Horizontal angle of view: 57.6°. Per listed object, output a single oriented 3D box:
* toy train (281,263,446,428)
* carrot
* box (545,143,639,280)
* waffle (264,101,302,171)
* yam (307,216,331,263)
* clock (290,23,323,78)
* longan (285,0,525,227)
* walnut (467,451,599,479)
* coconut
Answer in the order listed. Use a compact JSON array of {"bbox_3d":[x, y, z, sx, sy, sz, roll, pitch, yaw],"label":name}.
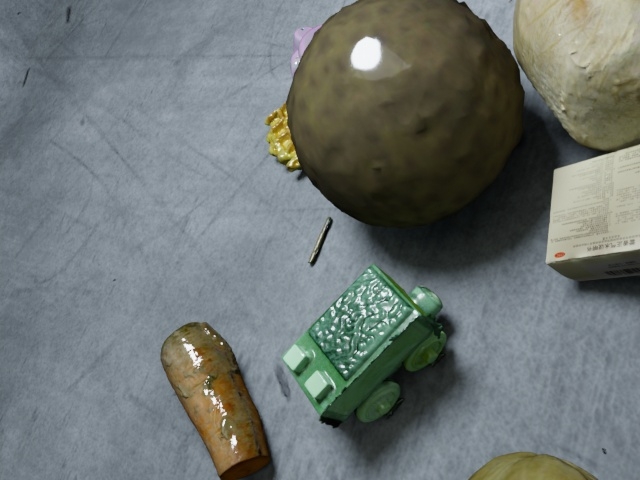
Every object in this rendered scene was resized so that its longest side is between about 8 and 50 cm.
[{"bbox_3d":[0.078,0.173,0.942,0.272,0.188,0.159,-47,51,6],"label":"toy train"},{"bbox_3d":[-0.199,0.294,1.093,0.138,0.138,0.302,-36,61,12],"label":"carrot"},{"bbox_3d":[0.444,-0.039,0.829,0.212,0.095,0.168,-15,55,55],"label":"box"},{"bbox_3d":[-0.010,-0.238,1.274,0.229,0.057,0.219,-37,54,10],"label":"waffle"},{"bbox_3d":[0.000,0.000,1.182,0.014,0.014,0.107,15,76,36],"label":"yam"},{"bbox_3d":[0.050,-0.368,1.224,0.227,0.090,0.248,-5,49,-11],"label":"clock"},{"bbox_3d":[0.138,-0.217,0.970,0.391,0.391,0.391,-13,61,26],"label":"longan"},{"bbox_3d":[0.251,0.401,0.708,0.283,0.227,0.283,-56,20,32],"label":"walnut"},{"bbox_3d":[0.466,-0.344,0.805,0.404,0.404,0.405,-13,61,26],"label":"coconut"}]
